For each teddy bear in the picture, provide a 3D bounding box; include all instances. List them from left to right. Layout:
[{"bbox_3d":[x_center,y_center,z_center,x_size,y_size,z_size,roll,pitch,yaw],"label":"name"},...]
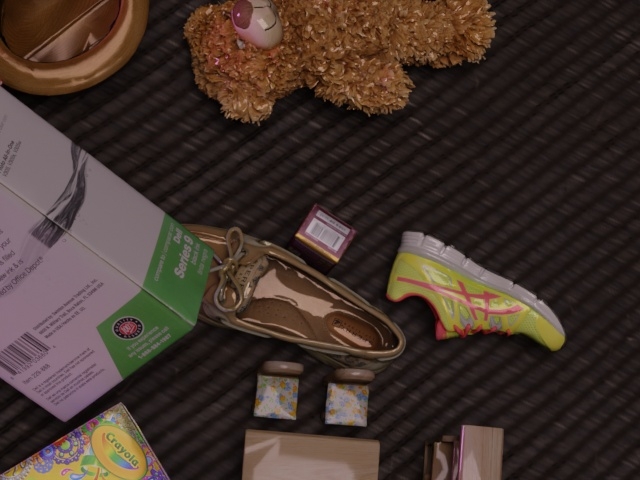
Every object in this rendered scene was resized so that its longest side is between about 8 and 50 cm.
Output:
[{"bbox_3d":[0.025,-0.241,1.773,0.338,0.113,0.245,0,77,-10],"label":"teddy bear"}]

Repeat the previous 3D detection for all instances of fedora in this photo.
[{"bbox_3d":[-0.274,-0.236,1.735,0.194,0.079,0.194,1,83,-4],"label":"fedora"}]

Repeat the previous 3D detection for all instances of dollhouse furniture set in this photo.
[{"bbox_3d":[0.044,0.236,1.660,0.242,0.161,0.212,6,79,-9],"label":"dollhouse furniture set"}]

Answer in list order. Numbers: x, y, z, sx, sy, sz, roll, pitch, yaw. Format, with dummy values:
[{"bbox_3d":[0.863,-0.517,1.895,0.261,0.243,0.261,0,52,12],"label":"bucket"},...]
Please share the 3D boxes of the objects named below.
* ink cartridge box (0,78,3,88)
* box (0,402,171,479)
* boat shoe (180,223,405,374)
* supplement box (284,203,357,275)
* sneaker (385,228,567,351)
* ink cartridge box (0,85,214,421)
[{"bbox_3d":[-0.386,-0.139,1.619,0.134,0.231,0.078,-29,86,-14],"label":"ink cartridge box"},{"bbox_3d":[-0.263,0.306,1.528,0.279,0.290,0.177,-31,85,-14],"label":"box"},{"bbox_3d":[-0.044,0.054,1.715,0.285,0.089,0.104,21,77,-5],"label":"boat shoe"},{"bbox_3d":[0.000,0.000,1.736,0.055,0.083,0.043,32,75,-3],"label":"supplement box"},{"bbox_3d":[0.162,0.074,1.761,0.208,0.081,0.094,28,83,3],"label":"sneaker"},{"bbox_3d":[-0.280,0.011,1.568,0.289,0.211,0.121,39,36,-22],"label":"ink cartridge box"}]
